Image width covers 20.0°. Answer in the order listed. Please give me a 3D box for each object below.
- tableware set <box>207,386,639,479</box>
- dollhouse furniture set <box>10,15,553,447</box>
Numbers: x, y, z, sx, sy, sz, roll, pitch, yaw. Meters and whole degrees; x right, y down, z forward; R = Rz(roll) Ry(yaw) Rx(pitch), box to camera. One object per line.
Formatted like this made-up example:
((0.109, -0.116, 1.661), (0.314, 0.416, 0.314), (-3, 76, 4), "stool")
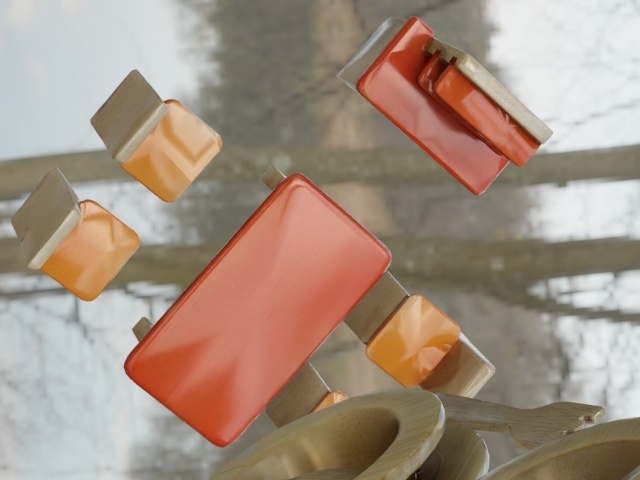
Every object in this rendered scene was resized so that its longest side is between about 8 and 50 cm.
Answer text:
((0.024, 0.060, 0.421), (0.194, 0.128, 0.039), (-2, -62, 60), "tableware set")
((0.000, 0.000, 1.023), (0.262, 0.259, 0.135), (39, 3, -20), "dollhouse furniture set")
